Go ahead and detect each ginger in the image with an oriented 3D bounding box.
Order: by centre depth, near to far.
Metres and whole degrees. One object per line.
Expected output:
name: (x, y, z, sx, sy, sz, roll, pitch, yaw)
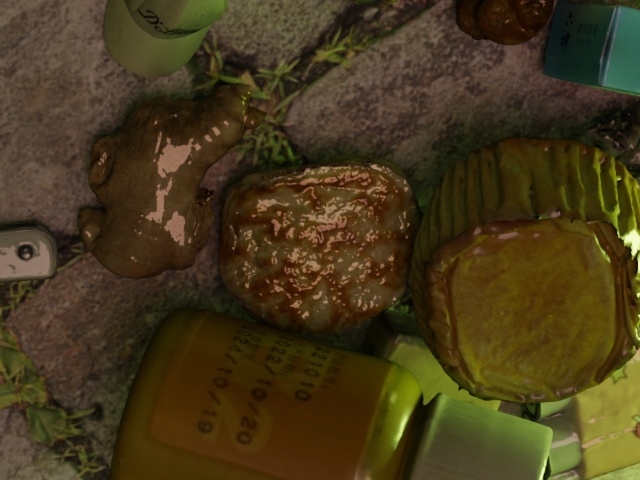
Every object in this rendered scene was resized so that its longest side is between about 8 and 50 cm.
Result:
ginger: (0.200, -0.250, 1.758, 0.162, 0.103, 0.073, -42, 112, 2)
ginger: (-0.149, -0.067, 1.761, 0.137, 0.074, 0.213, 21, 112, -12)

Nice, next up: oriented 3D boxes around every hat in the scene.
hat: (-0.146, -0.227, 1.702, 0.122, 0.081, 0.166, 20, 115, -18)

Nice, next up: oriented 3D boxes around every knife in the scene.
knife: (-0.381, 0.011, 1.755, 0.266, 0.040, 0.073, 0, 102, -13)

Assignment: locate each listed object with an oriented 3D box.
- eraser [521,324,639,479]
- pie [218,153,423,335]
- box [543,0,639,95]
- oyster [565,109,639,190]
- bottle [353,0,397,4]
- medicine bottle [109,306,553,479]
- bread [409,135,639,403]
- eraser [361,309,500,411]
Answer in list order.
eraser: (0.355, 0.143, 1.962, 0.290, 0.087, 0.171, -16, 113, -8)
pie: (0.000, 0.000, 1.819, 0.205, 0.084, 0.179, -11, 113, -8)
box: (0.350, -0.171, 1.797, 0.232, 0.142, 0.083, 8, 96, -16)
oyster: (0.351, -0.037, 1.871, 0.268, 0.112, 0.198, -2, 114, -6)
bottle: (0.098, -0.288, 1.717, 0.209, 0.097, 0.110, -24, 82, -3)
medicine bottle: (0.011, 0.213, 1.765, 0.384, 0.224, 0.224, 15, 109, 8)
bread: (0.199, 0.027, 1.783, 0.227, 0.142, 0.253, -3, 128, 4)
eraser: (0.076, 0.248, 1.941, 0.144, 0.078, 0.343, 13, 108, -16)
